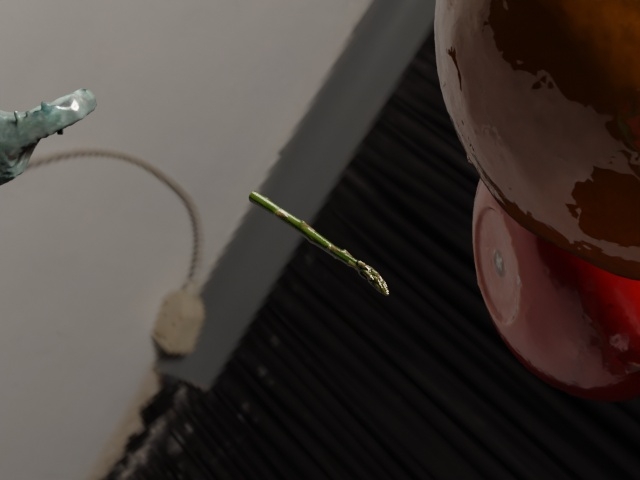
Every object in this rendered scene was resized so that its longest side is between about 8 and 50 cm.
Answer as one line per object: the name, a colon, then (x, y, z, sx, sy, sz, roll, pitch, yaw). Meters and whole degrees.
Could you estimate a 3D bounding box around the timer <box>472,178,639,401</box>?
timer: (0.343, 0.009, 1.721, 0.279, 0.378, 0.378, -12, 129, -10)

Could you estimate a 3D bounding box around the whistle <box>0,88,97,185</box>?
whistle: (-0.408, -0.091, 1.569, 0.348, 0.189, 0.189, -12, 137, 14)

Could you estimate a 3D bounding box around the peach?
peach: (0.229, -0.121, 0.853, 0.343, 0.343, 0.301, -16, 124, -29)

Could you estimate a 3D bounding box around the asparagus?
asparagus: (0.000, 0.000, 1.246, 0.016, 0.163, 0.016, -44, 156, -29)
